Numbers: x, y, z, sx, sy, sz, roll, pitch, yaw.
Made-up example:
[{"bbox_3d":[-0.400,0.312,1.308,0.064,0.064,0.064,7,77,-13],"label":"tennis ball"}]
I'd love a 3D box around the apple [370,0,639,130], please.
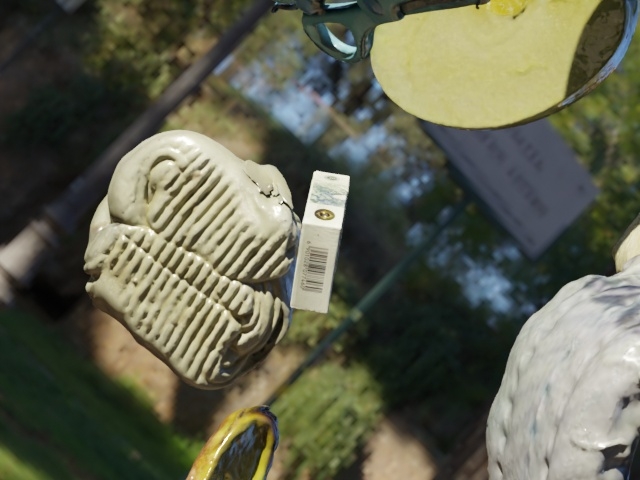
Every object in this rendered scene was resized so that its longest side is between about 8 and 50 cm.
[{"bbox_3d":[0.240,-0.321,1.970,0.360,0.312,0.320,2,-49,29],"label":"apple"}]

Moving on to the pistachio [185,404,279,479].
[{"bbox_3d":[-0.089,0.219,1.342,0.049,0.173,0.089,5,-37,41],"label":"pistachio"}]

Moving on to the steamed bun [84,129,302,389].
[{"bbox_3d":[-0.108,0.008,1.489,0.218,0.211,0.144,35,14,2],"label":"steamed bun"}]

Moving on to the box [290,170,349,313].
[{"bbox_3d":[0.000,0.000,0.879,0.024,0.054,0.083,7,23,1],"label":"box"}]

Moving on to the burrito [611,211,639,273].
[{"bbox_3d":[0.408,0.039,1.578,0.190,0.135,0.332,6,19,0],"label":"burrito"}]

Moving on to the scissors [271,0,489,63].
[{"bbox_3d":[0.054,-0.263,1.644,0.180,0.032,0.393,48,-20,-26],"label":"scissors"}]

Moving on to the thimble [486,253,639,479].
[{"bbox_3d":[0.226,0.142,0.991,0.157,0.217,0.245,-143,-138,-71],"label":"thimble"}]
